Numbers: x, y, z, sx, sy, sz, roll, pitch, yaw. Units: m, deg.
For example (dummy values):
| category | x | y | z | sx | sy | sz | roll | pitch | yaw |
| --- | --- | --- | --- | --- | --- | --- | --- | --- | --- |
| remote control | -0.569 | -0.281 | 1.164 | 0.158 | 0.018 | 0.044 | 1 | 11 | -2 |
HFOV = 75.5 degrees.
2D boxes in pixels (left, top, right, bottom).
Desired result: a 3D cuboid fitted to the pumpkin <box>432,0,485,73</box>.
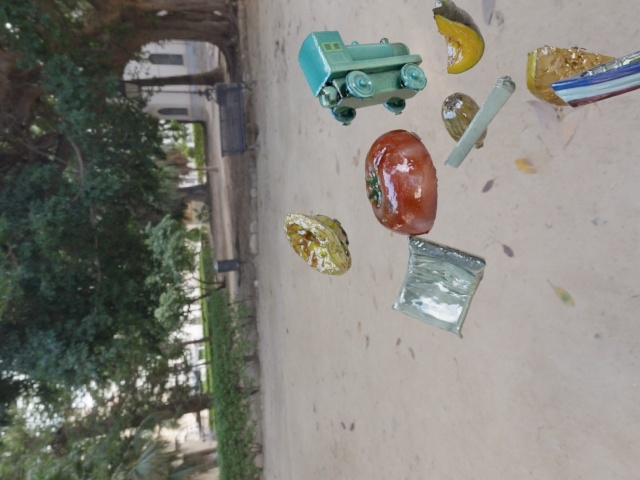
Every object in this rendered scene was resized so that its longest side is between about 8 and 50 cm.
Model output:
| category | x | y | z | sx | sy | sz | roll | pitch | yaw |
| --- | --- | --- | --- | --- | --- | --- | --- | --- | --- |
| pumpkin | 0.457 | -0.672 | 1.315 | 0.254 | 0.149 | 0.131 | 46 | -120 | -51 |

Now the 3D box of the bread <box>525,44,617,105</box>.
| category | x | y | z | sx | sy | sz | roll | pitch | yaw |
| --- | --- | --- | --- | --- | --- | --- | --- | --- | --- |
| bread | 0.659 | -0.432 | 1.107 | 0.143 | 0.228 | 0.140 | -88 | 7 | -69 |

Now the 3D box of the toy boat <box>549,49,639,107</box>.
| category | x | y | z | sx | sy | sz | roll | pitch | yaw |
| --- | --- | --- | --- | --- | --- | --- | --- | --- | --- |
| toy boat | 0.424 | -0.226 | 0.525 | 0.228 | 0.080 | 0.046 | -15 | 115 | 38 |

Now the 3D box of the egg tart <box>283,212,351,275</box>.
| category | x | y | z | sx | sy | sz | roll | pitch | yaw |
| --- | --- | --- | --- | --- | --- | --- | --- | --- | --- |
| egg tart | 0.000 | 0.000 | 1.181 | 0.241 | 0.106 | 0.241 | 33 | 152 | 20 |

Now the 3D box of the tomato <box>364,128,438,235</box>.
| category | x | y | z | sx | sy | sz | roll | pitch | yaw |
| --- | --- | --- | --- | --- | --- | --- | --- | --- | --- |
| tomato | 0.144 | -0.108 | 0.824 | 0.225 | 0.084 | 0.225 | 163 | 90 | -79 |

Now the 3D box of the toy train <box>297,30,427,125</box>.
| category | x | y | z | sx | sy | sz | roll | pitch | yaw |
| --- | --- | --- | --- | --- | --- | --- | --- | --- | --- |
| toy train | 0.108 | -0.388 | 0.955 | 0.194 | 0.298 | 0.120 | 66 | 150 | 9 |

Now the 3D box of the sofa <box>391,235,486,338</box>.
| category | x | y | z | sx | sy | sz | roll | pitch | yaw |
| --- | --- | --- | --- | --- | --- | --- | --- | --- | --- |
| sofa | 0.305 | 0.119 | 1.079 | 0.176 | 0.210 | 0.226 | 6 | -75 | -68 |

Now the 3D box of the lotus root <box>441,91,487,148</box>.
| category | x | y | z | sx | sy | sz | roll | pitch | yaw |
| --- | --- | --- | --- | --- | --- | --- | --- | --- | --- |
| lotus root | 0.538 | -0.431 | 1.525 | 0.128 | 0.260 | 0.145 | -51 | 35 | -1 |

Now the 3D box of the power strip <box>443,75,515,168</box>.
| category | x | y | z | sx | sy | sz | roll | pitch | yaw |
| --- | --- | --- | --- | --- | --- | --- | --- | --- | --- |
| power strip | 0.413 | -0.300 | 1.090 | 0.048 | 0.080 | 0.286 | 35 | 138 | 8 |
